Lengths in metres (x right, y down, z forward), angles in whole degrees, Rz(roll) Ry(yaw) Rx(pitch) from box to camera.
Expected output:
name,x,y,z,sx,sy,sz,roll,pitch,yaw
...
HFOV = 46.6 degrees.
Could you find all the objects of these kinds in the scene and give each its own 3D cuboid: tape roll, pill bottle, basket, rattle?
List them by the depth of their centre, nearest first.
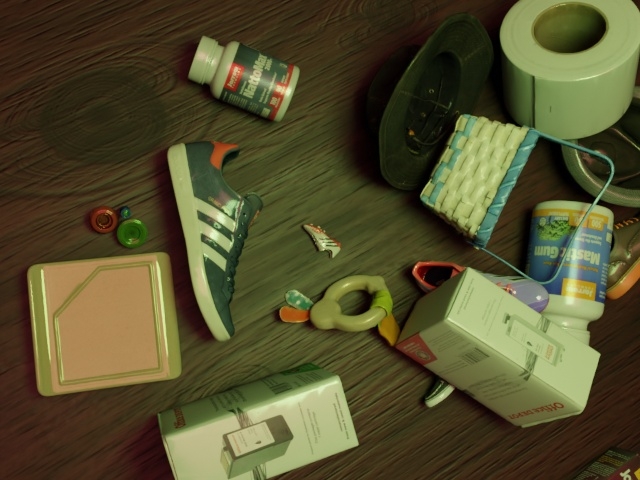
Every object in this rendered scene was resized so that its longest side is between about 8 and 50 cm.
name,x,y,z,sx,sy,sz,roll,pitch,yaw
pill bottle,-0.138,-0.291,1.321,0.180,0.108,0.108,20,82,-12
basket,0.349,-0.092,1.354,0.289,0.201,0.255,30,95,16
rattle,0.037,0.147,1.374,0.199,0.143,0.130,-18,58,0
tape roll,0.461,-0.335,1.385,0.246,0.169,0.246,-7,58,12
pill bottle,0.469,0.070,1.423,0.152,0.152,0.272,10,83,-13

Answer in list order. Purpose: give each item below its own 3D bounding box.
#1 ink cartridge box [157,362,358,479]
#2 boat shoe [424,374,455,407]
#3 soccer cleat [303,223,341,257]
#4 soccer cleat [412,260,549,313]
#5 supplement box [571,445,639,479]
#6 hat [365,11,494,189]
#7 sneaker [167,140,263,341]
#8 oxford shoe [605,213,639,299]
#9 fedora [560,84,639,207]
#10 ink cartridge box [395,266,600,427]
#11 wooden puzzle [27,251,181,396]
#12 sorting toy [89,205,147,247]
name,x,y,z,sx,sy,sz,roll,pitch,yaw
ink cartridge box,-0.111,0.311,1.233,0.289,0.211,0.122,-16,92,-13
boat shoe,0.242,0.257,1.410,0.142,0.049,0.040,-40,90,-20
soccer cleat,0.000,0.000,1.376,0.083,0.029,0.036,34,75,-14
soccer cleat,0.283,0.085,1.343,0.095,0.248,0.083,29,77,-55
supplement box,0.554,0.504,1.450,0.188,0.081,0.104,-33,94,-14
hat,0.171,-0.266,1.362,0.134,0.331,0.331,32,75,33
sneaker,-0.162,-0.007,1.282,0.148,0.131,0.350,-11,89,-10
oxford shoe,0.634,-0.013,1.502,0.098,0.097,0.271,40,78,-2
fedora,0.597,-0.179,1.486,0.275,0.124,0.244,2,83,-5
ink cartridge box,0.306,0.196,1.309,0.283,0.207,0.117,33,61,-5
wooden puzzle,-0.366,0.140,1.271,0.238,0.044,0.221,-5,87,-19
sorting toy,-0.349,-0.032,1.290,0.102,0.042,0.061,28,95,-23
